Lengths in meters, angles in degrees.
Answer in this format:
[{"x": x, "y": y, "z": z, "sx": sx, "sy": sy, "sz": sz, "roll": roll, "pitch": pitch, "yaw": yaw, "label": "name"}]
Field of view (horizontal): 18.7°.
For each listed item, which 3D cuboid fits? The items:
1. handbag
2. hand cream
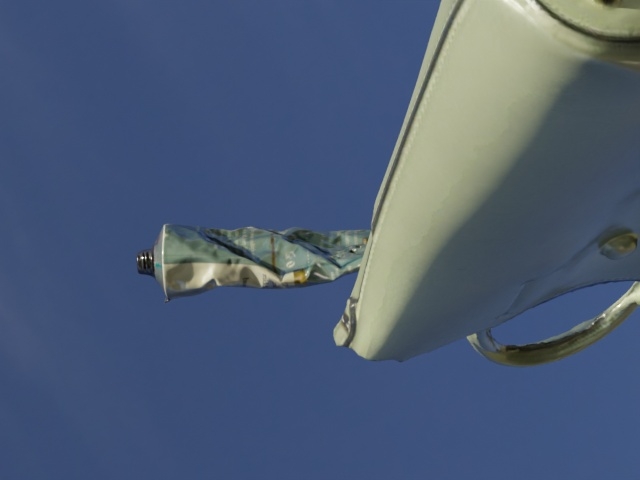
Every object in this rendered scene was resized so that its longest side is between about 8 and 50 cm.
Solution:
[{"x": 0.132, "y": -0.020, "z": 0.818, "sx": 0.241, "sy": 0.315, "sz": 0.109, "roll": -10, "pitch": -129, "yaw": -17, "label": "handbag"}, {"x": 0.000, "y": 0.000, "z": 1.295, "sx": 0.248, "sy": 0.075, "sz": 0.052, "roll": -9, "pitch": -80, "yaw": 1, "label": "hand cream"}]
